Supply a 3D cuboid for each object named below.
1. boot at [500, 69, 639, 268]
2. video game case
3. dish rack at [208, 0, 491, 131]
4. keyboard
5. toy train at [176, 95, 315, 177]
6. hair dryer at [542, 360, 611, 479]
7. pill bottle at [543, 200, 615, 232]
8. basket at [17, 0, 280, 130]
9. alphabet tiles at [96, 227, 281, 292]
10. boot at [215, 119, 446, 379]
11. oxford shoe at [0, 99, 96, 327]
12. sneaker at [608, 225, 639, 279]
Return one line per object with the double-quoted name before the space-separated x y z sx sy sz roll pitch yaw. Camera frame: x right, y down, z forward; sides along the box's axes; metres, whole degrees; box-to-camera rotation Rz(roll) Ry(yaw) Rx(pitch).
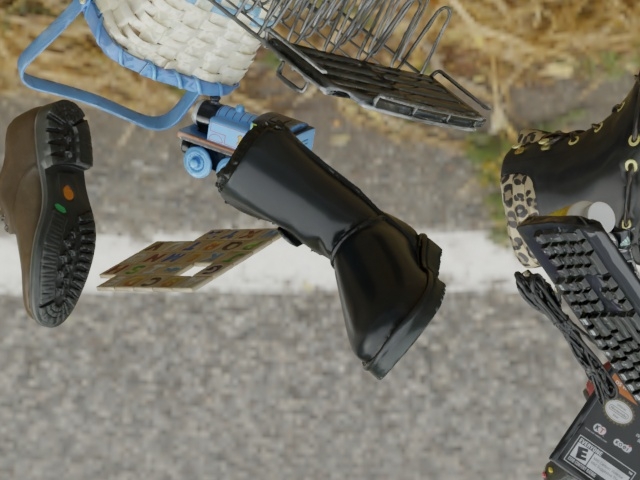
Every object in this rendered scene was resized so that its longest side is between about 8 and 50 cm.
"boot" 0.369 -0.139 1.956 0.138 0.377 0.284 5 171 -44
"video game case" 0.427 0.210 1.667 0.275 0.248 0.035 34 -174 14
"dish rack" -0.007 -0.166 1.026 0.208 0.271 0.074 3 123 -52
"keyboard" 0.277 0.105 1.449 0.317 0.033 0.201 54 162 -14
"toy train" -0.096 -0.120 1.988 0.184 0.080 0.105 21 113 24
"hair dryer" 0.401 0.189 1.859 0.223 0.080 0.293 -2 140 -32
"pill bottle" 0.240 -0.012 1.468 0.043 0.043 0.083 15 161 -22
"basket" -0.208 -0.264 1.981 0.254 0.201 0.289 17 126 -45
"alphabet tiles" -0.187 0.025 2.140 0.237 0.198 0.009 0 114 43
"boot" 0.000 0.000 1.317 0.207 0.246 0.094 35 109 -6
"oxford shoe" -0.284 -0.023 1.583 0.096 0.227 0.083 -8 166 32
"sneaker" 0.329 0.015 1.697 0.038 0.098 0.069 -13 140 -41
